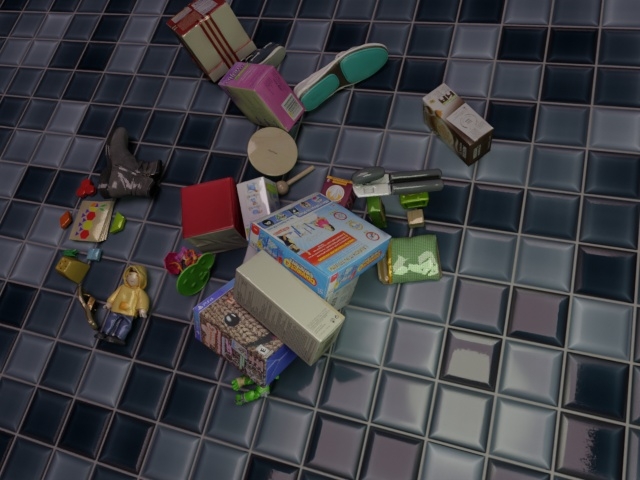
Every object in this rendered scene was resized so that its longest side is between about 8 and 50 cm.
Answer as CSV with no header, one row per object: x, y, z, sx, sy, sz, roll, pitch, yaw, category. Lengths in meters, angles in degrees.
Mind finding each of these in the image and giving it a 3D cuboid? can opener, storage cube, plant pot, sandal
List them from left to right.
-0.931,0.102,1.939,0.081,0.083,0.081,20,74,21,plant pot
-0.823,0.238,1.868,0.049,0.072,0.180,-26,65,-14,sandal
-0.360,-0.079,1.814,0.215,0.183,0.193,-12,67,8,storage cube
0.237,-0.186,1.596,0.284,0.095,0.075,-5,68,1,can opener

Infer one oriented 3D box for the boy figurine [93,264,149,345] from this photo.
-0.673,0.222,1.822,0.178,0.092,0.285,15,76,22,boy figurine

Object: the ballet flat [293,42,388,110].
0.062,-0.641,1.977,0.400,0.139,0.139,-33,64,0,ballet flat

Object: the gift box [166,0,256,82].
-0.430,-0.822,2.103,0.255,0.258,0.276,-36,45,0,gift box

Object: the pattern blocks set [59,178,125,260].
-0.889,-0.078,2.033,0.286,0.026,0.324,13,72,19,pattern blocks set

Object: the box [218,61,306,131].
-0.213,-0.527,1.903,0.243,0.213,0.117,24,74,45,box

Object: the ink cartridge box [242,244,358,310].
-0.046,0.097,1.664,0.310,0.272,0.129,27,110,23,ink cartridge box

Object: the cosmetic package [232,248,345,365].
-0.095,0.187,1.455,0.309,0.160,0.113,40,54,16,cosmetic package

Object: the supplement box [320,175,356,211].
0.047,-0.115,1.780,0.104,0.081,0.188,15,73,19,supplement box

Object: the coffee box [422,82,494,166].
0.458,-0.390,1.755,0.098,0.141,0.246,-36,64,-2,coffee box

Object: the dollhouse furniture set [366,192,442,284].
0.264,-0.024,1.649,0.198,0.151,0.301,-9,67,11,dollhouse furniture set

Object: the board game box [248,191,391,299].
0.000,0.000,1.555,0.302,0.086,0.308,34,41,26,board game box

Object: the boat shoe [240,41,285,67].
-0.253,-0.707,2.092,0.079,0.095,0.254,40,81,23,boat shoe

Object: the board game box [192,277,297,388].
-0.203,0.263,1.598,0.291,0.141,0.232,29,45,24,board game box

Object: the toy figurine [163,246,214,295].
-0.473,0.079,1.814,0.159,0.130,0.173,34,91,33,toy figurine

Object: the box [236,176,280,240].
-0.202,-0.101,1.789,0.103,0.114,0.202,-14,81,16,box

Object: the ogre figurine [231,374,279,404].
-0.199,0.411,1.625,0.118,0.096,0.197,-4,44,30,ogre figurine

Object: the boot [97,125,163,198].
-0.727,-0.304,2.054,0.223,0.118,0.337,-2,66,2,boot

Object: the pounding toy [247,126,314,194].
-0.166,-0.292,1.911,0.183,0.110,0.236,-41,94,-16,pounding toy
